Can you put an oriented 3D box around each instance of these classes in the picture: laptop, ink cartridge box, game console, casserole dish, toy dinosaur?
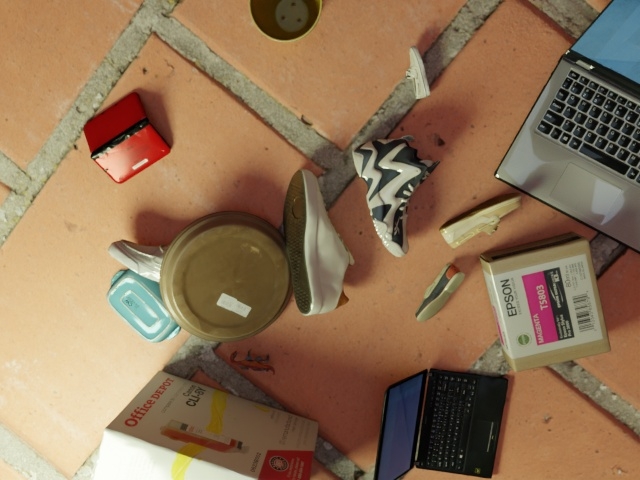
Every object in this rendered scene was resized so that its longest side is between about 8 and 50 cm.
[{"bbox_3d":[0.590,-0.198,0.956,0.381,0.236,0.408,28,101,1],"label":"laptop"},{"bbox_3d":[0.442,0.121,1.098,0.193,0.088,0.235,-16,98,6],"label":"ink cartridge box"},{"bbox_3d":[-0.402,-0.211,1.156,0.144,0.085,0.124,-30,127,10],"label":"game console"},{"bbox_3d":[-0.385,0.144,1.203,0.114,0.037,0.188,-44,92,10],"label":"casserole dish"},{"bbox_3d":[0.249,0.399,1.137,0.264,0.136,0.234,7,101,4],"label":"laptop"},{"bbox_3d":[-0.215,0.434,1.112,0.384,0.279,0.161,17,100,2],"label":"ink cartridge box"},{"bbox_3d":[-0.149,0.257,1.187,0.082,0.090,0.047,8,84,-28],"label":"toy dinosaur"}]

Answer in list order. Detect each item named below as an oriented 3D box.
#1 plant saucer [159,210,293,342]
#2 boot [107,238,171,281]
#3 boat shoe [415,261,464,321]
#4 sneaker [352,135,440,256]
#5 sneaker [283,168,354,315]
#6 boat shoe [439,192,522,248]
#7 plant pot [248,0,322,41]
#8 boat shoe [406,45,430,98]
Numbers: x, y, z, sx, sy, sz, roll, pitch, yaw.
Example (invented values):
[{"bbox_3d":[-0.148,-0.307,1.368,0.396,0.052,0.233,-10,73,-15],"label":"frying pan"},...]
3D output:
[{"bbox_3d":[-0.180,0.079,1.119,0.277,0.041,0.278,-4,104,-18],"label":"plant saucer"},{"bbox_3d":[-0.299,0.030,1.157,0.258,0.095,0.123,27,95,-8],"label":"boot"},{"bbox_3d":[0.237,0.107,1.138,0.137,0.049,0.043,-54,49,13],"label":"boat shoe"},{"bbox_3d":[0.170,-0.095,1.082,0.153,0.094,0.235,-18,87,16],"label":"sneaker"},{"bbox_3d":[0.000,0.000,1.130,0.123,0.106,0.290,-5,90,-31],"label":"sneaker"},{"bbox_3d":[0.323,-0.038,1.098,0.170,0.063,0.059,-27,99,18],"label":"boat shoe"},{"bbox_3d":[-0.059,-0.435,1.045,0.134,0.095,0.134,1,99,5],"label":"plant pot"},{"bbox_3d":[0.183,-0.324,1.074,0.035,0.035,0.100,-17,104,5],"label":"boat shoe"}]
